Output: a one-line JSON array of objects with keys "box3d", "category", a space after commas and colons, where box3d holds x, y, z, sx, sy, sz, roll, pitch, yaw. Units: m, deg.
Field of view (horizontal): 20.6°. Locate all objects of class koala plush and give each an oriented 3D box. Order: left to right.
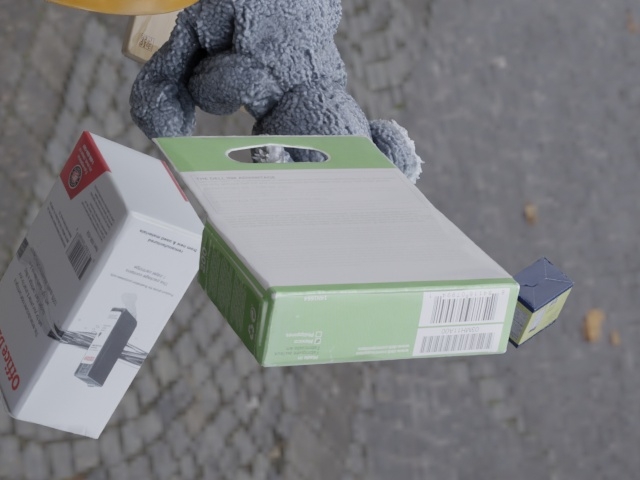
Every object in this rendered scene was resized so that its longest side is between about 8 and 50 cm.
[{"box3d": [-0.027, -0.115, 1.581, 0.196, 0.203, 0.221, -9, 56, -38], "category": "koala plush"}]

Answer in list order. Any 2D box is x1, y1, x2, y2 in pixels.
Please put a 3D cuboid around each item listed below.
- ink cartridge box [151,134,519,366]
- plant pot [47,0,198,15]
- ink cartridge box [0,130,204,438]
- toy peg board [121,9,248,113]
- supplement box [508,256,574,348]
[{"box3d": [0.000, 0.000, 1.151, 0.171, 0.235, 0.056, -2, 115, -25], "category": "ink cartridge box"}, {"box3d": [-0.148, -0.286, 1.207, 0.205, 0.205, 0.188, -43, 157, -57], "category": "plant pot"}, {"box3d": [-0.254, 0.050, 1.940, 0.114, 0.273, 0.197, 22, 20, -32], "category": "ink cartridge box"}, {"box3d": [-0.132, -0.226, 1.809, 0.160, 0.079, 0.161, 23, 69, -31], "category": "toy peg board"}, {"box3d": [0.274, 0.081, 2.307, 0.083, 0.056, 0.083, -30, 153, -35], "category": "supplement box"}]
